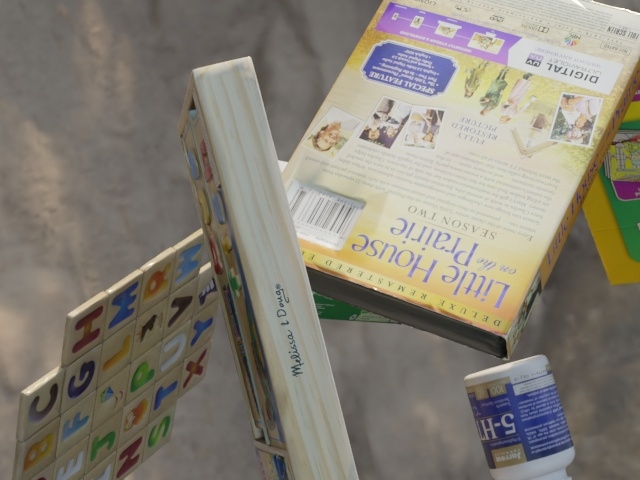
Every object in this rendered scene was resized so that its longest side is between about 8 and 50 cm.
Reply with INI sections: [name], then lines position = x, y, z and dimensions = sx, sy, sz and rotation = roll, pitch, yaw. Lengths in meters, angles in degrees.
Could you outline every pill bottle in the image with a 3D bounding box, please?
[pill bottle]
position = 0.258, 0.247, 1.821
dimensions = 0.112, 0.112, 0.187
rotation = -3, 76, -65

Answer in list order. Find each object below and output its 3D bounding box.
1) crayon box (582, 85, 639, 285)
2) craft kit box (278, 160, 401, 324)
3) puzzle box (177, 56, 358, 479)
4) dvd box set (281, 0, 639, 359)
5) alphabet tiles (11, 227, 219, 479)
[crayon box]
position = 0.503, -0.106, 1.808
dimensions = 0.313, 0.362, 0.106
rotation = 63, 35, -32
[craft kit box]
position = 0.000, 0.000, 2.002
dimensions = 0.250, 0.061, 0.247
rotation = 7, 43, -50
[puzzle box]
position = -0.048, 0.067, 1.245
dimensions = 0.272, 0.052, 0.409
rotation = 141, -65, -80
[dvd box set]
position = 0.145, -0.104, 1.547
dimensions = 0.420, 0.307, 0.062
rotation = -62, 155, -24
[alphabet tiles]
position = -0.201, 0.148, 1.475
dimensions = 0.342, 0.011, 0.285
rotation = -37, 146, -53
